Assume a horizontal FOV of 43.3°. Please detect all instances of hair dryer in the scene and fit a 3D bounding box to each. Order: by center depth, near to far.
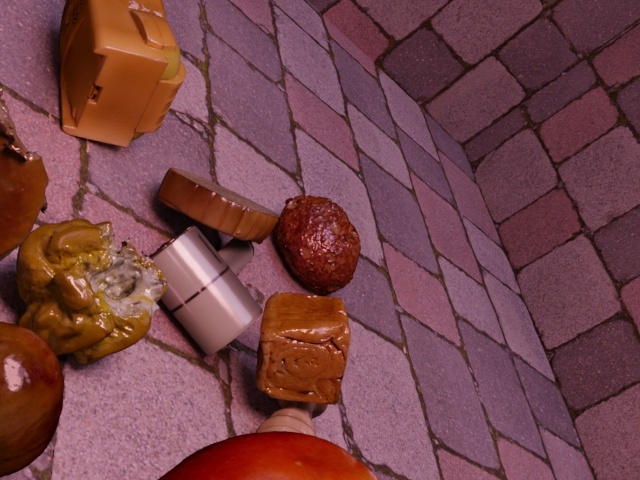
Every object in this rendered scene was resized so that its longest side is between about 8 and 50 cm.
[{"bbox_3d":[-0.186,0.057,1.503,0.203,0.128,0.362,51,17,-4],"label":"hair dryer"}]

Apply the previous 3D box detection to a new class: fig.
[{"bbox_3d":[-0.429,0.168,0.861,0.290,0.190,0.191,10,47,-35],"label":"fig"}]

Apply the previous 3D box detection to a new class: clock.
[{"bbox_3d":[-0.390,-0.364,1.518,0.200,0.244,0.317,6,47,-39],"label":"clock"}]

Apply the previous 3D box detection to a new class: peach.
[{"bbox_3d":[-0.077,0.396,0.965,0.406,0.335,0.310,-3,57,-39],"label":"peach"}]

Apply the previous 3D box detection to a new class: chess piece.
[{"bbox_3d":[-0.028,0.279,1.488,0.117,0.117,0.397,49,24,-12],"label":"chess piece"}]

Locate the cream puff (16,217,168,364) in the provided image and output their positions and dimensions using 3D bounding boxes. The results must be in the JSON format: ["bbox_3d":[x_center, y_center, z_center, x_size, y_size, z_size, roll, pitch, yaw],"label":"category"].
[{"bbox_3d":[-0.339,0.081,1.134,0.221,0.194,0.195,47,23,-45],"label":"cream puff"}]

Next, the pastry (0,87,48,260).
[{"bbox_3d":[-0.464,-0.063,0.994,0.235,0.120,0.257,-37,129,-31],"label":"pastry"}]

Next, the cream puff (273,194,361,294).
[{"bbox_3d":[0.000,0.000,1.841,0.240,0.164,0.240,38,25,-22],"label":"cream puff"}]

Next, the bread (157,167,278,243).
[{"bbox_3d":[-0.197,-0.064,1.546,0.236,0.070,0.236,25,4,-2],"label":"bread"}]

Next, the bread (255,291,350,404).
[{"bbox_3d":[-0.034,0.185,1.396,0.158,0.149,0.143,2,24,-9],"label":"bread"}]
